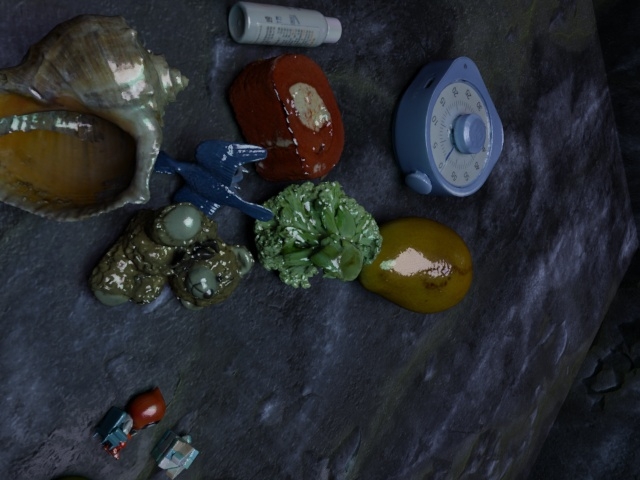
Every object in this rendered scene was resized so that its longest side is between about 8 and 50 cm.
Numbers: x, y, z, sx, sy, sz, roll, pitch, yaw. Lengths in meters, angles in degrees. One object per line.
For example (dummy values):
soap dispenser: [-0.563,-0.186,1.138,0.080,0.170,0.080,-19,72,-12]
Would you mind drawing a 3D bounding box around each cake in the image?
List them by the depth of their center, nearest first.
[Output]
cake: [-0.064,-0.261,1.042,0.177,0.151,0.282,-46,123,-42]

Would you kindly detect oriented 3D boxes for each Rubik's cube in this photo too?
Rubik's cube: [-0.298,0.447,0.998,0.075,0.084,0.073,-45,120,-7]

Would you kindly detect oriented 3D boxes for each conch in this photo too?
conch: [-0.373,-0.180,0.762,0.353,0.210,0.296,-15,92,7]

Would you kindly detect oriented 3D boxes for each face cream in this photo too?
face cream: [-0.066,-0.465,1.048,0.269,0.082,0.081,-16,107,-39]

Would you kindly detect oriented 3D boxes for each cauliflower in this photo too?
cauliflower: [0.000,0.000,1.061,0.275,0.250,0.272,-35,125,-7]

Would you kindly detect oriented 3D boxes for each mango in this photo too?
mango: [0.254,0.065,1.319,0.379,0.221,0.263,9,94,-32]

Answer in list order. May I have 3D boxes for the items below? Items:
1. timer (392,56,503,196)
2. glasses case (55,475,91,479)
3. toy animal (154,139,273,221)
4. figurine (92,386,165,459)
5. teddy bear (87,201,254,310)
timer: [0.373,-0.294,1.389,0.395,0.173,0.394,-8,103,-40]
glasses case: [-0.484,0.618,0.826,0.173,0.141,0.371,42,70,-37]
toy animal: [-0.217,-0.104,0.938,0.239,0.256,0.176,-59,171,34]
figurine: [-0.365,0.347,0.937,0.140,0.068,0.075,-42,118,-35]
teddy bear: [-0.262,0.044,0.916,0.267,0.156,0.256,-37,128,16]
